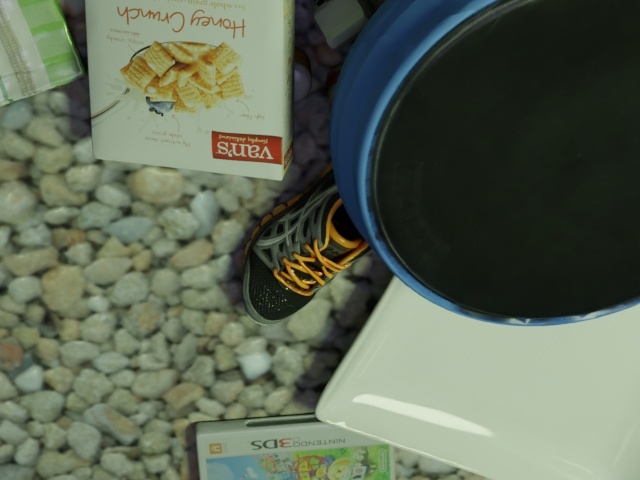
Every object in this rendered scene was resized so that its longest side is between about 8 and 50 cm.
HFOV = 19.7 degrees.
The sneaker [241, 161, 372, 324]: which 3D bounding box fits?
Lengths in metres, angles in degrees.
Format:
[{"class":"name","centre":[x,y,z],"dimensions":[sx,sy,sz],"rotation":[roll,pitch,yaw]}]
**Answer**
[{"class":"sneaker","centre":[0.000,0.000,1.646],"dimensions":[0.084,0.083,0.215],"rotation":[29,116,-21]}]

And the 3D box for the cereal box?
[{"class":"cereal box","centre":[-0.108,-0.171,1.530],"dimensions":[0.173,0.047,0.240],"rotation":[7,121,11]}]

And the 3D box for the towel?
[{"class":"towel","centre":[-0.286,-0.161,1.560],"dimensions":[0.152,0.023,0.113],"rotation":[-17,121,5]}]

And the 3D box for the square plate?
[{"class":"square plate","centre":[0.216,0.080,1.727],"dimensions":[0.344,0.049,0.347],"rotation":[20,118,-15]}]

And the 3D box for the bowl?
[{"class":"bowl","centre":[0.204,-0.086,1.514],"dimensions":[0.391,0.077,0.391],"rotation":[-6,130,-7]}]

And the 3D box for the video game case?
[{"class":"video game case","centre":[-0.021,0.264,1.836],"dimensions":[0.193,0.023,0.212],"rotation":[-4,121,-2]}]

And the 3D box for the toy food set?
[{"class":"toy food set","centre":[0.062,-0.165,1.538],"dimensions":[0.232,0.104,0.111],"rotation":[-34,118,15]}]
